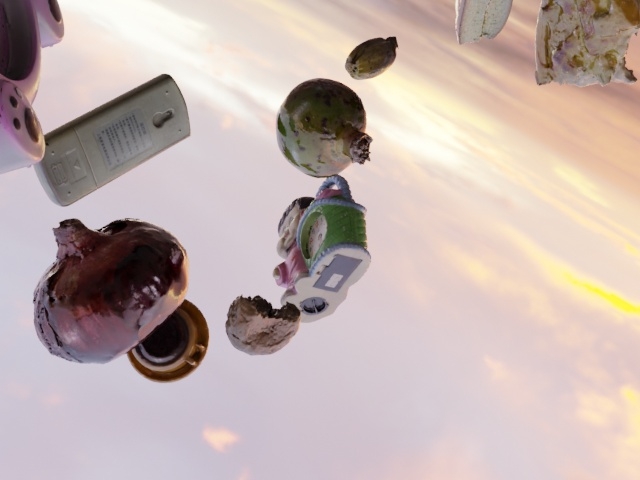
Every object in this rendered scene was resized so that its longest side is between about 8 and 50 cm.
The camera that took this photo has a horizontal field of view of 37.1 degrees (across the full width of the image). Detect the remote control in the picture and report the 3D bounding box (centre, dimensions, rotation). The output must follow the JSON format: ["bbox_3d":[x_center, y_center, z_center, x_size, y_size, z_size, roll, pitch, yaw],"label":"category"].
[{"bbox_3d":[-0.277,-0.136,1.282,0.233,0.098,0.038,-35,-145,-32],"label":"remote control"}]

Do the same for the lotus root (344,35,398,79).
[{"bbox_3d":[0.079,-0.273,1.429,0.054,0.099,0.049,34,149,35],"label":"lotus root"}]

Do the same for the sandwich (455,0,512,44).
[{"bbox_3d":[0.289,-0.482,1.700,0.094,0.258,0.096,-5,-168,-6],"label":"sandwich"}]

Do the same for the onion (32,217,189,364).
[{"bbox_3d":[-0.324,0.062,1.423,0.219,0.252,0.252,58,176,-29],"label":"onion"}]

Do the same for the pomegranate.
[{"bbox_3d":[0.008,-0.140,1.189,0.130,0.130,0.130,28,-169,-6],"label":"pomegranate"}]

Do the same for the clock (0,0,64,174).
[{"bbox_3d":[-0.286,-0.191,0.710,0.248,0.090,0.228,68,-169,-46],"label":"clock"}]

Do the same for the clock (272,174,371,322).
[{"bbox_3d":[0.000,0.000,1.470,0.100,0.194,0.196,17,-141,-26],"label":"clock"}]

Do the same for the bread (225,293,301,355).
[{"bbox_3d":[-0.086,0.117,1.322,0.113,0.082,0.060,16,-165,-45],"label":"bread"}]

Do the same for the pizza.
[{"bbox_3d":[0.472,-0.375,1.690,0.089,0.324,0.223,-29,-125,-29],"label":"pizza"}]

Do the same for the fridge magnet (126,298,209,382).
[{"bbox_3d":[-0.250,0.159,1.543,0.143,0.143,0.063,32,174,13],"label":"fridge magnet"}]
